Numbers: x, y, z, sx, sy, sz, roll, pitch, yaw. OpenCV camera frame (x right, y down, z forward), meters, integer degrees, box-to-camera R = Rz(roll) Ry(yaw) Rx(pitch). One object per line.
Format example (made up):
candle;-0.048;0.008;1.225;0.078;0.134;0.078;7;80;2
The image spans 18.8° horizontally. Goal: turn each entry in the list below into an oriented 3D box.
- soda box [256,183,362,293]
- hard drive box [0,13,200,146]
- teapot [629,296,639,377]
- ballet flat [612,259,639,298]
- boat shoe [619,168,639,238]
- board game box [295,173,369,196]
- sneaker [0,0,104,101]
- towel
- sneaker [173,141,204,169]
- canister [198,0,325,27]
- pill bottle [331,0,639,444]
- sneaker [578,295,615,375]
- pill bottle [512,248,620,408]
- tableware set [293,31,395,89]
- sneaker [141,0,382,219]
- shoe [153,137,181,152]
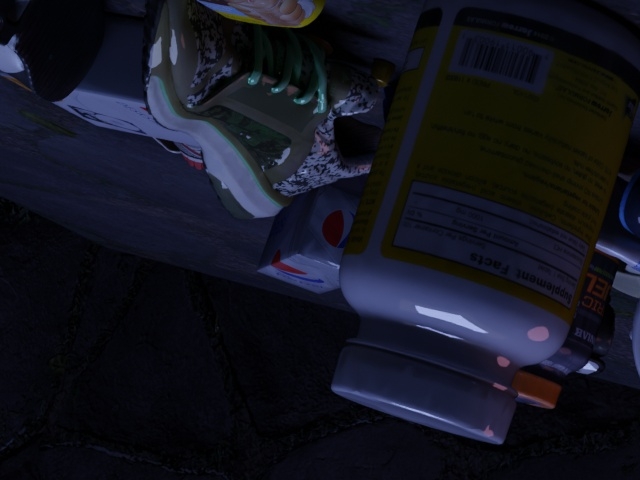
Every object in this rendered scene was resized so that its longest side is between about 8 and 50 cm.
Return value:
soda box;0.000;0.000;2.355;0.091;0.098;0.286;20;172;-9
hard drive box;-0.199;-0.176;2.096;0.232;0.089;0.181;12;171;35
teapot;0.473;0.093;2.079;0.256;0.252;0.187;34;-151;17
ballet flat;0.345;0.011;2.236;0.248;0.086;0.086;15;172;31
boat shoe;0.388;-0.022;1.823;0.258;0.109;0.089;6;-159;-43
board game box;0.081;-0.052;2.414;0.318;0.066;0.319;13;171;33
sneaker;-0.322;-0.242;1.879;0.146;0.122;0.330;30;174;23
towel;0.192;-0.059;1.882;0.285;0.034;0.209;21;-159;-11
sneaker;-0.091;-0.121;2.246;0.225;0.088;0.093;5;154;32
canister;-0.085;-0.228;1.505;0.126;0.073;0.170;13;172;39
pill bottle;0.125;-0.020;1.512;0.188;0.334;0.188;18;173;2
sneaker;0.216;0.067;2.283;0.257;0.169;0.447;4;176;14
pill bottle;0.250;0.058;2.120;0.130;0.245;0.130;18;173;2
tableware set;-0.005;-0.181;1.848;0.154;0.024;0.104;21;163;-9
sneaker;-0.043;-0.155;1.759;0.182;0.158;0.410;-8;157;13
shoe;-0.200;-0.158;2.334;0.077;0.058;0.219;15;172;19
